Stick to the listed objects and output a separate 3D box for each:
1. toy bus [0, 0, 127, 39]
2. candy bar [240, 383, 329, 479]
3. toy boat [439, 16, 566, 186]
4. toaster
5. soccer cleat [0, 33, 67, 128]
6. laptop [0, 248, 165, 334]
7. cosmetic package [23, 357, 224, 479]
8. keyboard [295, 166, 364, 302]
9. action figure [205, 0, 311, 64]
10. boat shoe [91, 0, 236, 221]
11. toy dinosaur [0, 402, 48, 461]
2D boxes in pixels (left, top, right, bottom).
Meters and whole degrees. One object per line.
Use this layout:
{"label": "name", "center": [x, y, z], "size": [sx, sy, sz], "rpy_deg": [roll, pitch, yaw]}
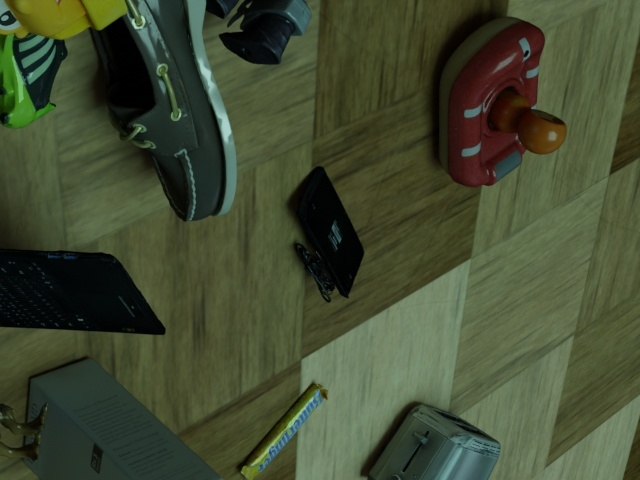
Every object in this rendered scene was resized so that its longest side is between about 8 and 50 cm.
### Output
{"label": "toy bus", "center": [-0.274, -0.195, 0.883], "size": [0.211, 0.220, 0.149], "rpy_deg": [-40, 148, -12]}
{"label": "candy bar", "center": [-0.047, 0.251, 1.692], "size": [0.161, 0.018, 0.040], "rpy_deg": [-47, 145, -12]}
{"label": "toy boat", "center": [0.239, -0.158, 1.590], "size": [0.151, 0.151, 0.231], "rpy_deg": [-35, 141, -28]}
{"label": "toaster", "center": [0.182, 0.343, 1.952], "size": [0.227, 0.129, 0.146], "rpy_deg": [27, 93, -54]}
{"label": "soccer cleat", "center": [-0.244, -0.177, 1.074], "size": [0.072, 0.060, 0.179], "rpy_deg": [-32, 146, -46]}
{"label": "laptop", "center": [-0.287, 0.101, 1.105], "size": [0.234, 0.264, 0.137], "rpy_deg": [81, 13, -72]}
{"label": "cosmetic package", "center": [-0.203, 0.232, 1.295], "size": [0.085, 0.231, 0.117], "rpy_deg": [-19, 130, -42]}
{"label": "keyboard", "center": [0.000, 0.000, 1.545], "size": [0.100, 0.038, 0.192], "rpy_deg": [-67, 151, -27]}
{"label": "action figure", "center": [-0.006, -0.306, 1.215], "size": [0.285, 0.099, 0.185], "rpy_deg": [-50, 132, -15]}
{"label": "boat shoe", "center": [-0.151, -0.145, 1.161], "size": [0.096, 0.116, 0.324], "rpy_deg": [-30, 134, -26]}
{"label": "toy dinosaur", "center": [-0.317, 0.179, 1.204], "size": [0.211, 0.112, 0.064], "rpy_deg": [115, -19, -59]}
